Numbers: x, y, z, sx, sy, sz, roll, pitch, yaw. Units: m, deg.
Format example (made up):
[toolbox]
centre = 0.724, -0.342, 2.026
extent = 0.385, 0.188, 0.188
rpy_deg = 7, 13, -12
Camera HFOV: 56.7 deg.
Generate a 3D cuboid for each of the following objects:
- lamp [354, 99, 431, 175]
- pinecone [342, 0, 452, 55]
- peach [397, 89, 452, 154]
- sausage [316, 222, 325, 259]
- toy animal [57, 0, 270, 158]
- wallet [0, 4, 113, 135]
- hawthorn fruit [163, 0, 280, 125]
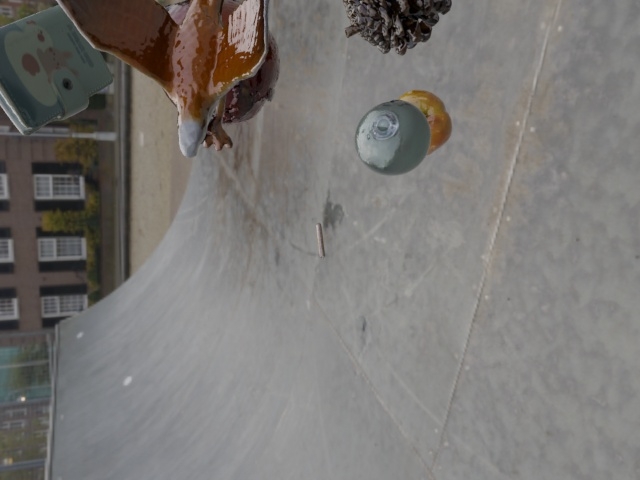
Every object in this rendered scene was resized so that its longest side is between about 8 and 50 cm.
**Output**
[lamp]
centre = 0.099, -0.140, 0.815
extent = 0.105, 0.105, 0.105
rpy_deg = 179, 90, -69
[pinecone]
centre = 0.185, -0.564, 1.372
extent = 0.244, 0.309, 0.244
rpy_deg = 45, 165, 16
[peach]
centre = 0.209, -0.249, 1.269
extent = 0.138, 0.138, 0.138
rpy_deg = 179, 90, -69
[sausage]
centre = 0.000, 0.000, 1.456
extent = 0.015, 0.015, 0.100
rpy_deg = 128, 139, -59
[toy animal]
centre = -0.152, -0.257, 0.692
extent = 0.302, 0.225, 0.284
rpy_deg = 92, -179, -45
[wallet]
centre = -0.682, -0.431, 1.488
extent = 0.252, 0.083, 0.360
rpy_deg = 67, -148, -27
[hawthorn fruit]
centre = -0.241, -0.412, 1.351
extent = 0.316, 0.316, 0.315
rpy_deg = 179, 90, -69
